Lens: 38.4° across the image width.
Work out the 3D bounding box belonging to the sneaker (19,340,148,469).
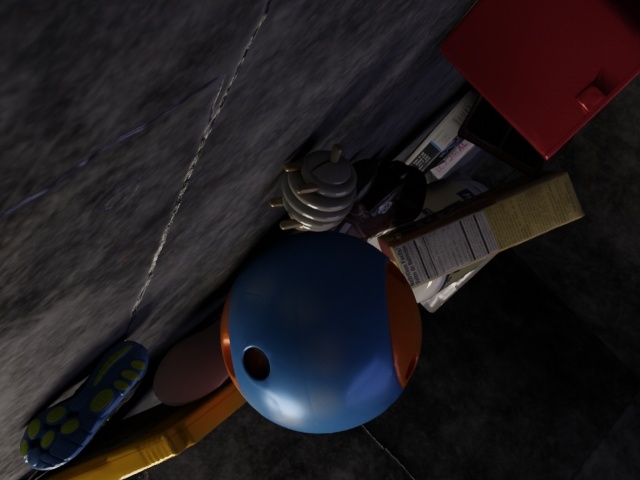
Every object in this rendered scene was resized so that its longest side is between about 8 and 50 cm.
[{"bbox_3d":[-0.268,0.197,1.077,0.188,0.067,0.078,-46,168,-9],"label":"sneaker"}]

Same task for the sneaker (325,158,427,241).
[{"bbox_3d":[0.120,-0.085,1.508,0.281,0.106,0.162,-37,168,-44],"label":"sneaker"}]

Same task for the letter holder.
[{"bbox_3d":[0.398,-0.267,1.635,0.302,0.152,0.215,-32,151,-59],"label":"letter holder"}]

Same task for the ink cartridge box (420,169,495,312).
[{"bbox_3d":[0.312,-0.011,2.417,0.309,0.272,0.130,-47,173,33],"label":"ink cartridge box"}]

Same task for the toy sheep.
[{"bbox_3d":[-0.003,-0.056,1.013,0.091,0.091,0.132,-38,167,-39],"label":"toy sheep"}]

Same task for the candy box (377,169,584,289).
[{"bbox_3d":[0.264,-0.022,1.570,0.316,0.088,0.183,-24,-175,-1],"label":"candy box"}]

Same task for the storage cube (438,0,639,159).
[{"bbox_3d":[0.294,-0.246,1.116,0.215,0.193,0.183,-47,173,36],"label":"storage cube"}]

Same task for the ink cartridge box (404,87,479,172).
[{"bbox_3d":[0.274,-0.226,1.797,0.206,0.045,0.208,-49,172,31],"label":"ink cartridge box"}]

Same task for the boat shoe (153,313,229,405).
[{"bbox_3d":[-0.167,0.172,1.476,0.267,0.096,0.088,-49,173,-34],"label":"boat shoe"}]

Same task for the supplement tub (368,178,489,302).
[{"bbox_3d":[0.264,-0.009,2.153,0.324,0.235,0.235,-26,163,-46],"label":"supplement tub"}]

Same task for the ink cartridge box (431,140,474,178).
[{"bbox_3d":[0.338,-0.225,2.129,0.186,0.065,0.311,-44,171,13],"label":"ink cartridge box"}]

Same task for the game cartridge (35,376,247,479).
[{"bbox_3d":[-0.270,0.307,1.465,0.323,0.053,0.285,-28,-179,26],"label":"game cartridge"}]

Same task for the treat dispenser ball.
[{"bbox_3d":[0.001,0.130,1.316,0.288,0.288,0.288,-43,174,-6],"label":"treat dispenser ball"}]

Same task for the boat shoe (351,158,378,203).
[{"bbox_3d":[0.029,-0.067,1.289,0.133,0.049,0.042,-39,-179,-4],"label":"boat shoe"}]
